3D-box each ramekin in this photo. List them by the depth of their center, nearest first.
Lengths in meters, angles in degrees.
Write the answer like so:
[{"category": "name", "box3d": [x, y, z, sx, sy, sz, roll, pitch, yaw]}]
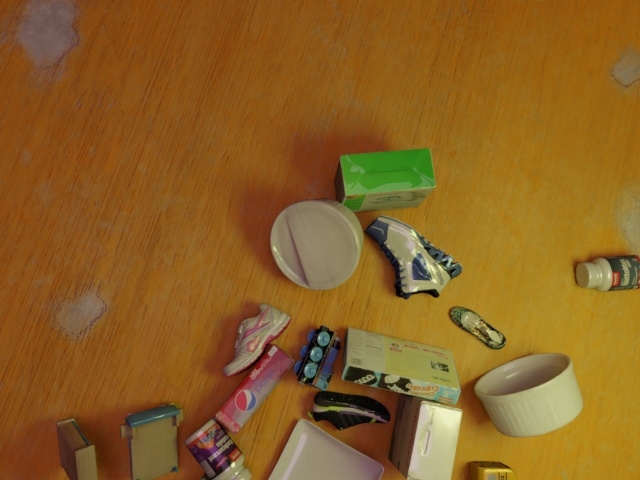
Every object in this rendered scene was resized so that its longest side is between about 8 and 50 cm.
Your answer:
[{"category": "ramekin", "box3d": [0.587, 0.432, 1.585, 0.278, 0.277, 0.135, -23, 90, -8]}, {"category": "ramekin", "box3d": [0.000, 0.000, 1.645, 0.273, 0.127, 0.272, 7, 110, 20]}]

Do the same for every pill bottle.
[{"category": "pill bottle", "box3d": [-0.280, 0.600, 1.574, 0.108, 0.108, 0.193, -38, 84, -10]}, {"category": "pill bottle", "box3d": [0.893, 0.103, 1.745, 0.180, 0.108, 0.107, -4, 80, -4]}]

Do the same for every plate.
[{"category": "plate", "box3d": [-0.001, 0.685, 1.578, 0.278, 0.045, 0.277, 25, 78, 19]}]

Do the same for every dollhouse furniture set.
[{"category": "dollhouse furniture set", "box3d": [-0.540, 0.602, 1.581, 0.304, 0.198, 0.286, -8, 103, -36]}]

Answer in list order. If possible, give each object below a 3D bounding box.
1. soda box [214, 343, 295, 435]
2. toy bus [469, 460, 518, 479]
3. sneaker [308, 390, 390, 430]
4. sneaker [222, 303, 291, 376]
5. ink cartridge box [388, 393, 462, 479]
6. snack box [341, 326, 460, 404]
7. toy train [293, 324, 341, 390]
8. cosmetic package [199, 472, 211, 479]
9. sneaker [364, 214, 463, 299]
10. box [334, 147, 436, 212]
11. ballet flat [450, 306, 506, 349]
[{"category": "soda box", "box3d": [-0.186, 0.422, 1.621, 0.083, 0.092, 0.263, 40, 79, 3]}, {"category": "toy bus", "box3d": [0.496, 0.802, 1.586, 0.130, 0.108, 0.332, 2, 79, -3]}, {"category": "sneaker", "box3d": [0.082, 0.504, 1.645, 0.235, 0.084, 0.097, 13, 103, 0]}, {"category": "sneaker", "box3d": [-0.202, 0.286, 1.650, 0.111, 0.103, 0.252, 40, 73, 8]}, {"category": "ink cartridge box", "box3d": [0.277, 0.532, 1.539, 0.115, 0.273, 0.198, 13, 79, -1]}, {"category": "snack box", "box3d": [0.225, 0.354, 1.617, 0.322, 0.187, 0.060, 13, 115, -1]}, {"category": "toy train", "box3d": [-0.003, 0.341, 1.649, 0.105, 0.080, 0.184, 34, 69, -28]}, {"category": "cosmetic package", "box3d": [-0.348, 0.806, 1.520, 0.153, 0.129, 0.296, 33, 79, 4]}, {"category": "sneaker", "box3d": [0.256, 0.072, 1.699, 0.316, 0.127, 0.182, 33, 77, 1]}, {"category": "box", "box3d": [0.181, -0.174, 1.687, 0.262, 0.231, 0.126, -5, 79, -5]}, {"category": "ballet flat", "box3d": [0.481, 0.260, 1.710, 0.189, 0.070, 0.070, 33, 79, 3]}]
